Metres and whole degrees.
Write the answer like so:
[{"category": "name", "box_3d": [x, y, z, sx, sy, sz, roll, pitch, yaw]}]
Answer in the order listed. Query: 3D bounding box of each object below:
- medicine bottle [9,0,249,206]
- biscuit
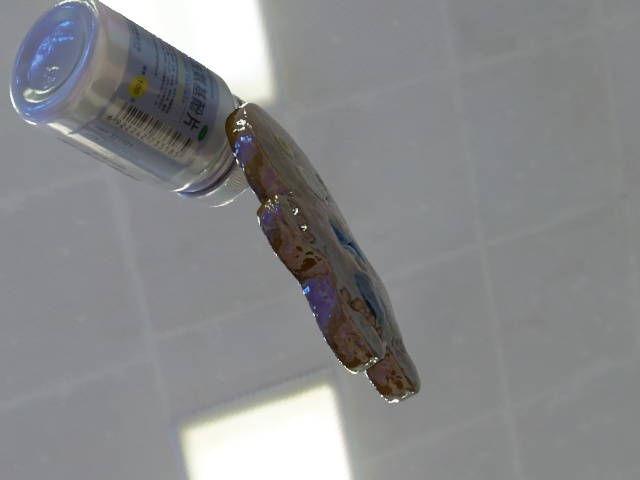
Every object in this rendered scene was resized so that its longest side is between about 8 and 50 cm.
[{"category": "medicine bottle", "box_3d": [-0.132, -0.099, 1.100, 0.187, 0.103, 0.102, 29, -94, -43]}, {"category": "biscuit", "box_3d": [0.000, 0.000, 1.011, 0.039, 0.236, 0.180, -34, -30, 10]}]
